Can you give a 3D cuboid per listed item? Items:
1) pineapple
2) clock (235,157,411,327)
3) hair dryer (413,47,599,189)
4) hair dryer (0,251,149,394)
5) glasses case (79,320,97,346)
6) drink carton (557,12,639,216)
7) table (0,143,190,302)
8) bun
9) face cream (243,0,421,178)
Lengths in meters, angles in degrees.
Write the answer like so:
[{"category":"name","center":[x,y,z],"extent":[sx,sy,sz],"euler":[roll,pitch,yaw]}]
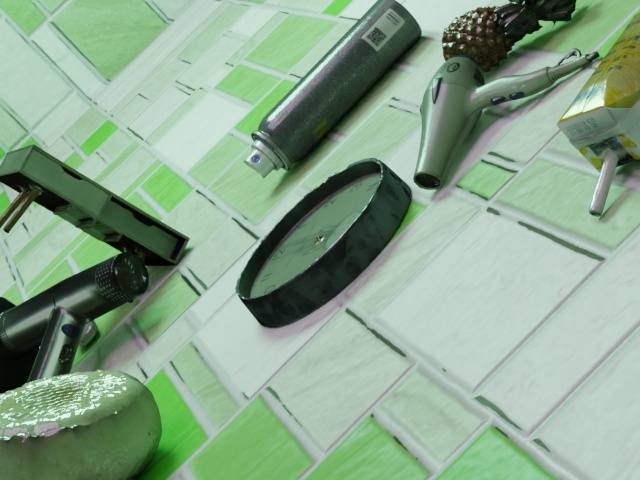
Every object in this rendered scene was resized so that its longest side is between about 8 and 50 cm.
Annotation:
[{"category":"pineapple","center":[0.207,-0.236,1.799],"extent":[0.159,0.074,0.074],"euler":[-28,23,35]},{"category":"clock","center":[0.000,0.000,1.744],"extent":[0.215,0.042,0.215],"euler":[-39,18,15]},{"category":"hair dryer","center":[0.172,-0.120,1.670],"extent":[0.199,0.067,0.167],"euler":[1,55,46]},{"category":"hair dryer","center":[-0.380,0.149,2.050],"extent":[0.320,0.155,0.284],"euler":[-20,25,46]},{"category":"glasses case","center":[-0.309,0.117,2.186],"extent":[0.032,0.021,0.083],"euler":[-47,19,0]},{"category":"drink carton","center":[0.255,-0.112,1.394],"extent":[0.200,0.074,0.084],"euler":[-52,19,-29]},{"category":"table","center":[-0.311,-0.013,2.152],"extent":[0.111,0.240,0.121],"euler":[-64,21,-14]},{"category":"bun","center":[-0.254,0.207,1.654],"extent":[0.195,0.118,0.195],"euler":[-7,14,2]},{"category":"face cream","center":[0.011,-0.189,2.109],"extent":[0.283,0.073,0.073],"euler":[-46,18,-11]}]
